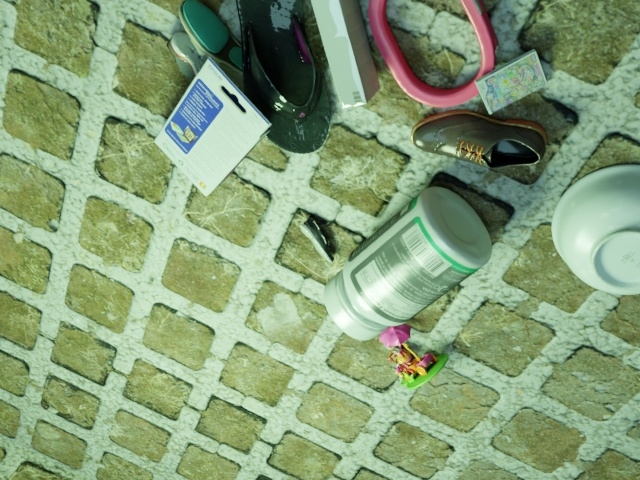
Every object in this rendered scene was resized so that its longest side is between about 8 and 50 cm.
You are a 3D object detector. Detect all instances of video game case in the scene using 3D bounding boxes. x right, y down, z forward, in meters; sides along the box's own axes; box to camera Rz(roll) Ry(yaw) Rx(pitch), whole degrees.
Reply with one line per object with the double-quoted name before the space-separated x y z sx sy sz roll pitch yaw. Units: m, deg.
"video game case" 0.363 -0.300 1.415 0.122 0.011 0.087 -27 134 13

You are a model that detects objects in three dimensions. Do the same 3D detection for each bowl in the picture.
"bowl" 0.620 0.006 1.507 0.298 0.134 0.298 9 126 13

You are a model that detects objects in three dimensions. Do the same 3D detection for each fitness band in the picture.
"fitness band" 0.214 -0.393 1.416 0.209 0.054 0.291 -17 116 30

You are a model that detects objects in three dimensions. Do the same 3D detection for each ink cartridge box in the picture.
"ink cartridge box" -0.222 -0.237 1.563 0.176 0.069 0.371 47 148 -5

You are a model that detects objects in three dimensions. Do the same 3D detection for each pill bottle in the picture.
"pill bottle" 0.181 0.061 1.642 0.204 0.204 0.361 40 126 -11

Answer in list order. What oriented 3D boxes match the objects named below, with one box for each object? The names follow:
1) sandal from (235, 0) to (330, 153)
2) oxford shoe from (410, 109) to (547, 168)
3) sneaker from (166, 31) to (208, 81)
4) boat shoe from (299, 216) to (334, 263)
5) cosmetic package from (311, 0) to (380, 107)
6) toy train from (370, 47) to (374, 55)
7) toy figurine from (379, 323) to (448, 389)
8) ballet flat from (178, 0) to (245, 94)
"sandal" -0.080 -0.360 1.459 0.168 0.107 0.445 -18 120 -6
"oxford shoe" 0.311 -0.197 1.486 0.271 0.098 0.097 3 124 16
"sneaker" -0.270 -0.372 1.593 0.065 0.061 0.158 -3 126 52
"boat shoe" 0.000 0.000 1.761 0.125 0.038 0.046 53 165 -19
"cosmetic package" 0.047 -0.385 1.427 0.060 0.099 0.239 -5 115 28
"toy train" 0.076 -0.359 1.503 0.024 0.017 0.083 35 127 -21
"toy figurine" 0.207 0.274 1.860 0.159 0.130 0.173 50 149 -2
"ballet flat" -0.205 -0.387 1.541 0.248 0.086 0.086 43 125 -14
